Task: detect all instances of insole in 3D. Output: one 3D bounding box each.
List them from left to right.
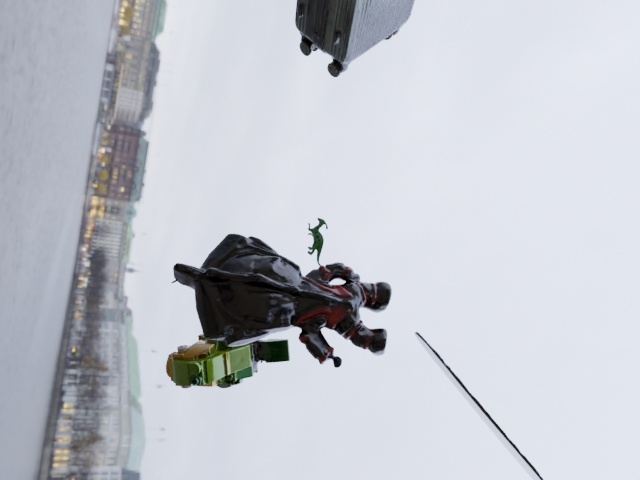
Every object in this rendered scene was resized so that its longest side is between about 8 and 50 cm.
[{"bbox_3d":[0.244,0.261,0.864,0.327,0.007,0.111,51,-6,5],"label":"insole"}]

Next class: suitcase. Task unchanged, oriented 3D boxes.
[{"bbox_3d":[0.070,-0.426,0.923,0.128,0.202,0.312,41,-27,17],"label":"suitcase"}]

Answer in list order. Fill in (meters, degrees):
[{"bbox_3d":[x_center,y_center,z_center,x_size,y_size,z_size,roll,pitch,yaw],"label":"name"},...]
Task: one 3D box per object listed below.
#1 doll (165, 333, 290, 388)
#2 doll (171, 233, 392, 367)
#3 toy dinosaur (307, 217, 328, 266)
[{"bbox_3d":[-0.165,0.197,1.001,0.134,0.186,0.106,7,-78,48],"label":"doll"},{"bbox_3d":[-0.043,0.069,0.668,0.127,0.249,0.088,-98,-158,-54],"label":"doll"},{"bbox_3d":[0.000,0.000,1.062,0.062,0.021,0.083,-51,-122,20],"label":"toy dinosaur"}]
